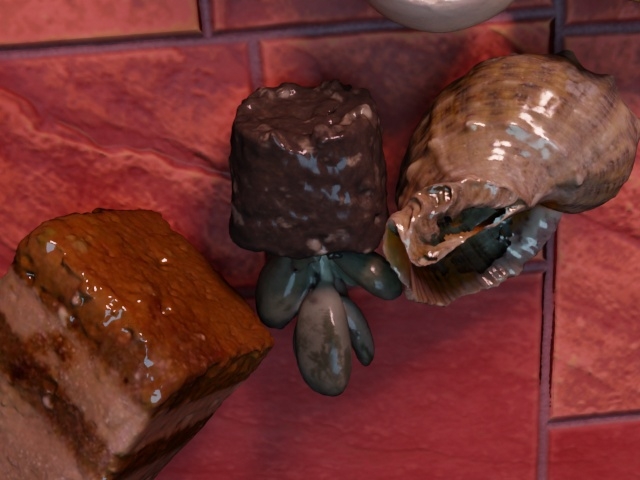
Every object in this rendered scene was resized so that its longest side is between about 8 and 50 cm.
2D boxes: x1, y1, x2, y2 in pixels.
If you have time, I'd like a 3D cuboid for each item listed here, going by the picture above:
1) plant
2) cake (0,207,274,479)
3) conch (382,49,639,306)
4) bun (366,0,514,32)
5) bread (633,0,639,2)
[{"bbox_3d":[0.000,-0.002,0.883,0.149,0.146,0.275,1,116,15],"label":"plant"},{"bbox_3d":[-0.213,0.132,0.866,0.196,0.198,0.293,44,110,10],"label":"cake"},{"bbox_3d":[0.146,-0.066,0.852,0.291,0.159,0.210,-19,157,-29],"label":"conch"},{"bbox_3d":[0.100,-0.253,0.790,0.172,0.120,0.173,0,89,17],"label":"bun"},{"bbox_3d":[0.325,-0.307,0.757,0.236,0.198,0.264,6,111,-14],"label":"bread"}]
